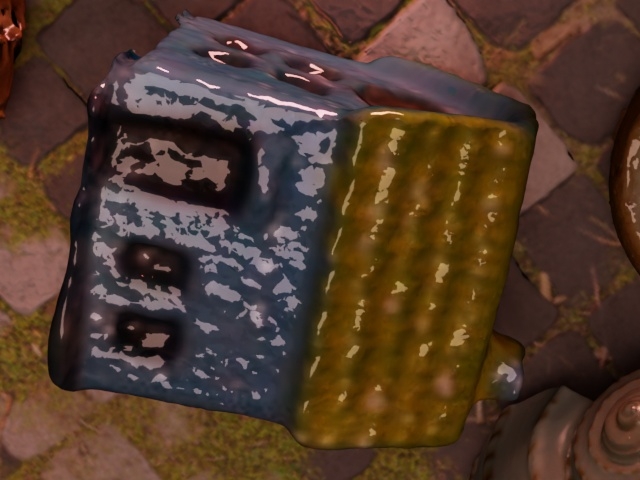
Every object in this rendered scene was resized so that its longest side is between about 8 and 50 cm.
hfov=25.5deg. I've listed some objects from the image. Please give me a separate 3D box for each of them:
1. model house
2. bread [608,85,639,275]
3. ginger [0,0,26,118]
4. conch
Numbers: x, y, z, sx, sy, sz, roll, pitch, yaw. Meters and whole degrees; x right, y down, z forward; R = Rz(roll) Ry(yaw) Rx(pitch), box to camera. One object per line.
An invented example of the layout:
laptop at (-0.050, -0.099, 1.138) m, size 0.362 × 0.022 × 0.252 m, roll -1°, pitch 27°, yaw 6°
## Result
model house at (0.000, 0.000, 0.945) m, size 0.303 × 0.215 × 0.237 m, roll 12°, pitch 108°, yaw 1°
bread at (0.306, -0.039, 0.946) m, size 0.236 × 0.070 × 0.236 m, roll 3°, pitch 108°, yaw 8°
ginger at (-0.278, -0.214, 0.980) m, size 0.133 × 0.107 × 0.309 m, roll -1°, pitch 109°, yaw 35°
conch at (0.239, 0.245, 0.975) m, size 0.303 × 0.215 × 0.319 m, roll -15°, pitch 103°, yaw 25°
